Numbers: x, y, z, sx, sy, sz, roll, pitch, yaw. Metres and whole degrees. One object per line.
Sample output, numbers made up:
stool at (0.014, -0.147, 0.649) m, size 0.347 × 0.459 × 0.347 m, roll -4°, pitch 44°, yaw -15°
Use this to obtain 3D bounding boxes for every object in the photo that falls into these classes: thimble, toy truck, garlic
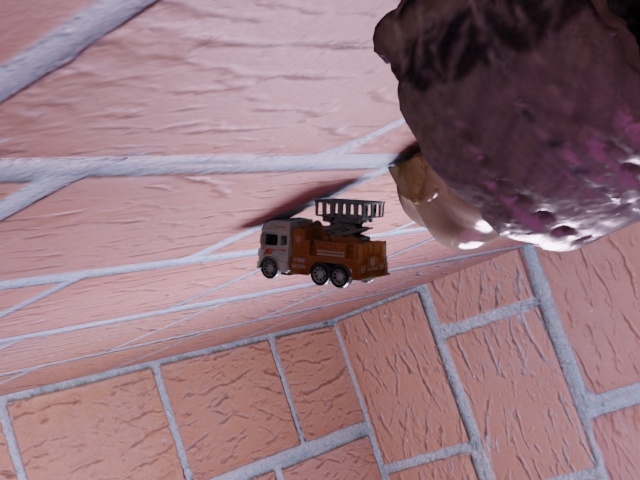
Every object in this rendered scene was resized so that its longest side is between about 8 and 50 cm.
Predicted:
thimble at (0.170, -0.116, 0.741) m, size 0.245 × 0.217 × 0.157 m, roll 11°, pitch 149°, yaw -43°
toy truck at (-0.001, 0.000, 1.546) m, size 0.178 × 0.115 × 0.080 m, roll 4°, pitch -174°, yaw 33°
garlic at (0.197, -0.066, 1.421) m, size 0.178 × 0.142 × 0.229 m, roll -14°, pitch 163°, yaw -19°
